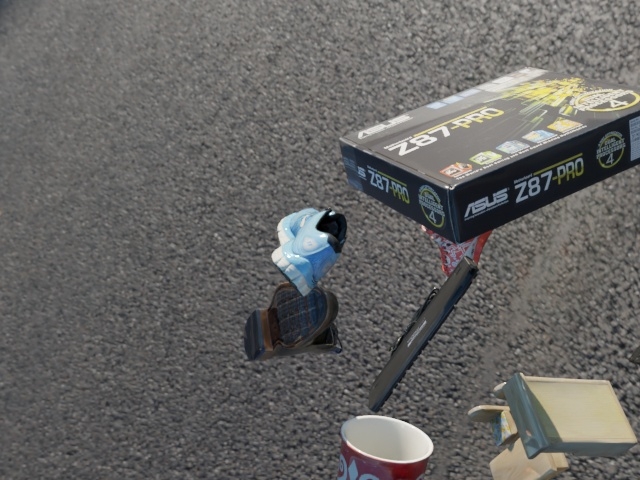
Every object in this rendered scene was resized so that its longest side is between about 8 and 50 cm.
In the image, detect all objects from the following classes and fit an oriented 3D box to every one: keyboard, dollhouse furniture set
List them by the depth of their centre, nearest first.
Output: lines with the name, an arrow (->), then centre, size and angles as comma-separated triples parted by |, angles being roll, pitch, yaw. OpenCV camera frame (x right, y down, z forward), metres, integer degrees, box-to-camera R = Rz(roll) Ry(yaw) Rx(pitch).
keyboard -> 0.184, 0.164, 1.245 | 0.033, 0.201, 0.317 | 34, 101, -1
dollhouse furniture set -> 0.490, 0.493, 1.613 | 0.394, 0.257, 0.362 | 118, 151, -43

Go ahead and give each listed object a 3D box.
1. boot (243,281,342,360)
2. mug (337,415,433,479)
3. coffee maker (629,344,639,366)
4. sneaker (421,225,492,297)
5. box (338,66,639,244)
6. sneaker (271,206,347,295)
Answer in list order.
boot -> -0.007, 0.097, 0.834 | 0.219, 0.106, 0.082 | -33, 60, 57
mug -> 0.064, 0.321, 0.826 | 0.113, 0.150, 0.169 | 10, 102, 4
coffee maker -> 0.743, 0.278, 1.397 | 0.178, 0.171, 0.120 | 42, 110, 10
sneaker -> 0.284, 0.006, 1.518 | 0.090, 0.145, 0.270 | -88, 13, -59
box -> 0.273, -0.148, 1.047 | 0.395, 0.097, 0.318 | -22, 26, -16
sneaker -> 0.000, 0.000, 0.692 | 0.073, 0.063, 0.162 | -36, 16, 11
